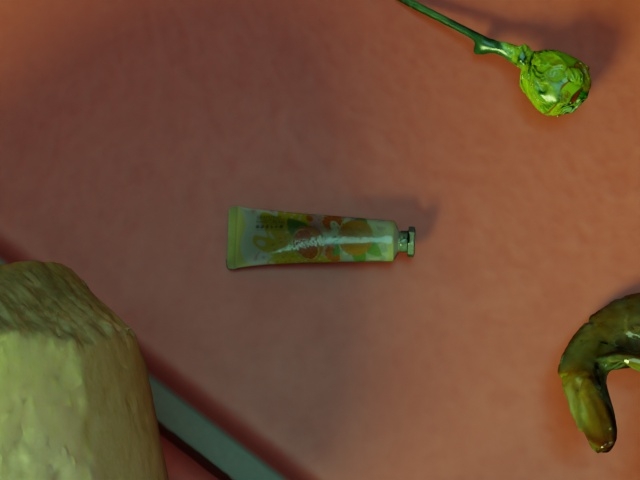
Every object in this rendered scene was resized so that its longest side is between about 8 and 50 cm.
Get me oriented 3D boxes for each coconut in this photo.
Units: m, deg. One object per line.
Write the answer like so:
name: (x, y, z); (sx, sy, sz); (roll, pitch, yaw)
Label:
coconut: (-0.184, 0.140, 0.737); (0.239, 0.239, 0.244); (-9, 82, -3)

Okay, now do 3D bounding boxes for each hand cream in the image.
hand cream: (0.000, 0.000, 0.871); (0.102, 0.022, 0.035); (2, 84, 4)

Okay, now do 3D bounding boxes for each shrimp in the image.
shrimp: (0.169, 0.082, 0.816); (0.095, 0.045, 0.162); (13, 46, 0)

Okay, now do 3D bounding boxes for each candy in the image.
candy: (0.092, -0.106, 0.890); (0.123, 0.035, 0.035); (30, 98, 12)
